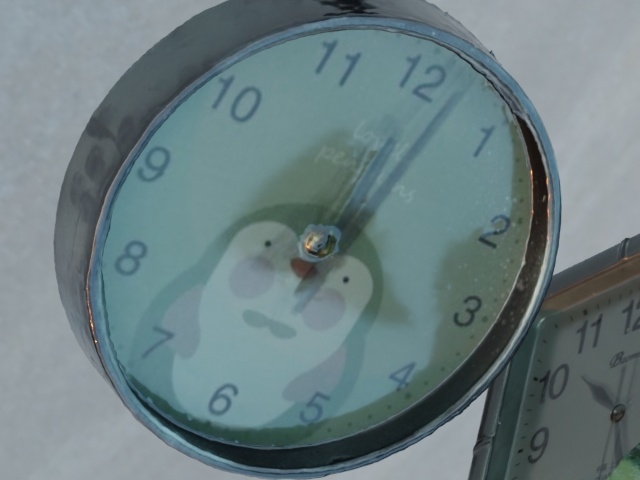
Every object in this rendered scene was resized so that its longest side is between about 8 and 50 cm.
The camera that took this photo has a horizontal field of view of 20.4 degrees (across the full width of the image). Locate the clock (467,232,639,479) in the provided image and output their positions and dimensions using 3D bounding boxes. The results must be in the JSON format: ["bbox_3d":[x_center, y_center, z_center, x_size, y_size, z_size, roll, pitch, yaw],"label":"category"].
[{"bbox_3d":[0.201,0.120,1.202,0.273,0.049,0.278,-30,-145,50],"label":"clock"}]

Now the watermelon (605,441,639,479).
[{"bbox_3d":[0.168,0.207,0.962,0.121,0.098,0.158,-42,156,-26],"label":"watermelon"}]

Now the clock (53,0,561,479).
[{"bbox_3d":[-0.001,-0.001,1.090,0.319,0.066,0.318,-9,116,-18],"label":"clock"}]
